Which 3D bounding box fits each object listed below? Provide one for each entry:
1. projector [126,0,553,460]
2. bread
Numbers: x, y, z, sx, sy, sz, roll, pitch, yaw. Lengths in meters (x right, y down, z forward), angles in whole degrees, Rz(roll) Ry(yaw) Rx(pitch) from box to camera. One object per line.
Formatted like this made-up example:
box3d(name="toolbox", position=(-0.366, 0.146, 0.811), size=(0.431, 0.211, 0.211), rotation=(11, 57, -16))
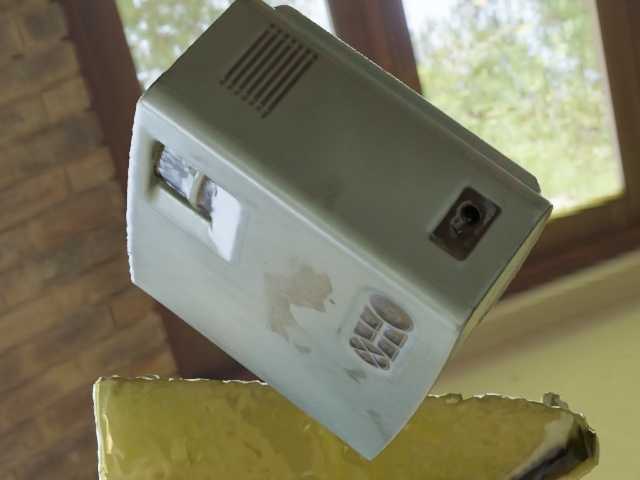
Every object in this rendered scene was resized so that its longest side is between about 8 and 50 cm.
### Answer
box3d(name="projector", position=(0.000, 0.000, 0.443), size=(0.115, 0.147, 0.061), rotation=(35, -114, 7))
box3d(name="bread", position=(0.024, 0.165, 0.705), size=(0.236, 0.198, 0.263), rotation=(-6, 167, 3))
